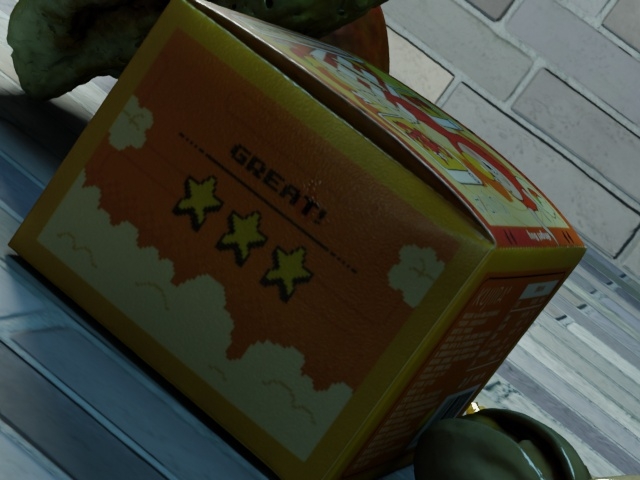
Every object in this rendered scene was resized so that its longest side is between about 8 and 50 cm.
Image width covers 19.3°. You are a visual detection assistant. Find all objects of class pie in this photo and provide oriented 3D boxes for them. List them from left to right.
[{"bbox_3d":[-0.074,-0.232,1.536,0.418,0.395,0.180,-15,-70,50],"label":"pie"}]

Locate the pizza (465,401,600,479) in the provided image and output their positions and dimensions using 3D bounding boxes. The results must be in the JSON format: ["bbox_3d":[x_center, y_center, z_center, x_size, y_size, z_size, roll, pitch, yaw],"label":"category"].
[{"bbox_3d":[0.206,0.201,1.483,0.184,0.036,0.176,44,13,36],"label":"pizza"}]

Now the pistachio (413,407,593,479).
[{"bbox_3d":[0.121,0.166,1.206,0.113,0.113,0.149,27,11,-40],"label":"pistachio"}]

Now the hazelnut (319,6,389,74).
[{"bbox_3d":[-0.055,-0.181,1.827,0.251,0.217,0.217,14,13,-4],"label":"hazelnut"}]

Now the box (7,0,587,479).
[{"bbox_3d":[0.000,0.000,1.243,0.259,0.214,0.283,41,11,14],"label":"box"}]

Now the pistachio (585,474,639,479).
[{"bbox_3d":[0.242,0.251,1.018,0.318,0.214,0.193,30,-35,19],"label":"pistachio"}]
